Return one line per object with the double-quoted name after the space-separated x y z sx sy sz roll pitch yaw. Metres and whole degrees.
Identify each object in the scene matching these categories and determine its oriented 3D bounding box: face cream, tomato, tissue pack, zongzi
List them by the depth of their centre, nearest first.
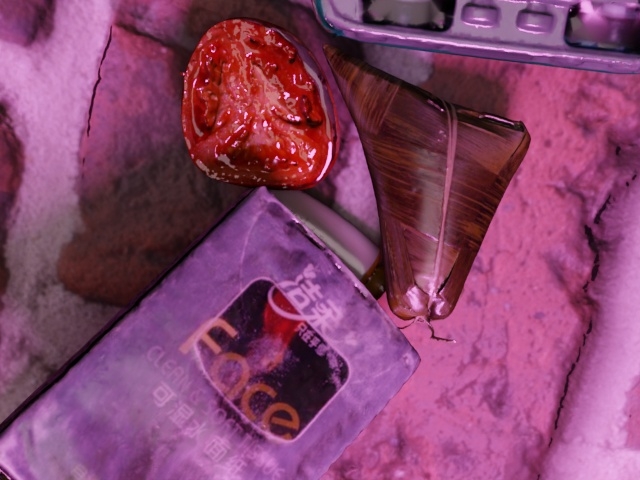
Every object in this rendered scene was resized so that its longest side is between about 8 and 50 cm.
-0.105 0.154 0.815 0.361 0.122 0.259 -44 102 -16 "tissue pack"
0.066 -0.048 0.864 0.241 0.111 0.247 24 84 -5 "zongzi"
-0.057 -0.145 0.872 0.166 0.082 0.174 5 107 9 "tomato"
0.000 0.000 0.918 0.182 0.051 0.072 37 96 -7 "face cream"

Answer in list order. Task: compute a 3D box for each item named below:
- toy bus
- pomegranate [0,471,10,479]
0.162 -0.268 0.795 0.344 0.199 0.183 7 104 -3 "toy bus"
-0.249 0.241 0.908 0.180 0.180 0.209 27 84 -6 "pomegranate"
